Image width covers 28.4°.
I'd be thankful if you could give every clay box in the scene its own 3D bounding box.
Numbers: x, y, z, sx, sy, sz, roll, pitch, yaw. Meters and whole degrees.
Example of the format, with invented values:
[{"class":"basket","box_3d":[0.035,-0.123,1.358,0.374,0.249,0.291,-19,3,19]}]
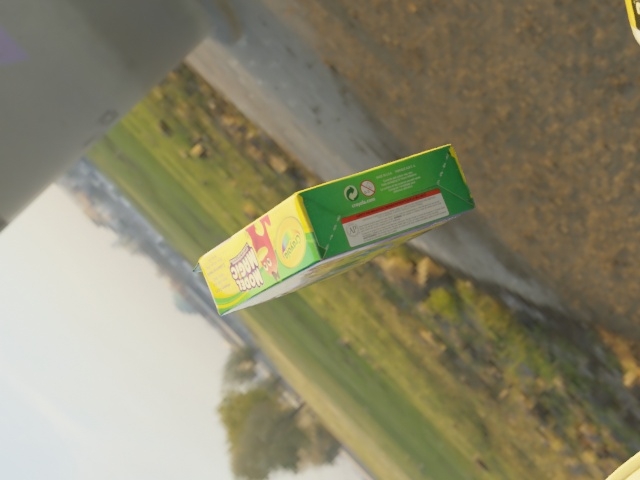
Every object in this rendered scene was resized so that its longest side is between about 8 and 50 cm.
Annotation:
[{"class":"clay box","box_3d":[0.000,0.000,0.915,0.222,0.127,0.053,-32,78,62]}]

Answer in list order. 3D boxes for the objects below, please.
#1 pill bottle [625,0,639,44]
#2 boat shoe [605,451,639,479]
[{"class":"pill bottle","box_3d":[0.327,-0.258,1.009,0.188,0.187,0.334,34,144,66]},{"class":"boat shoe","box_3d":[0.206,0.101,0.533,0.065,0.206,0.075,31,-148,-58]}]
